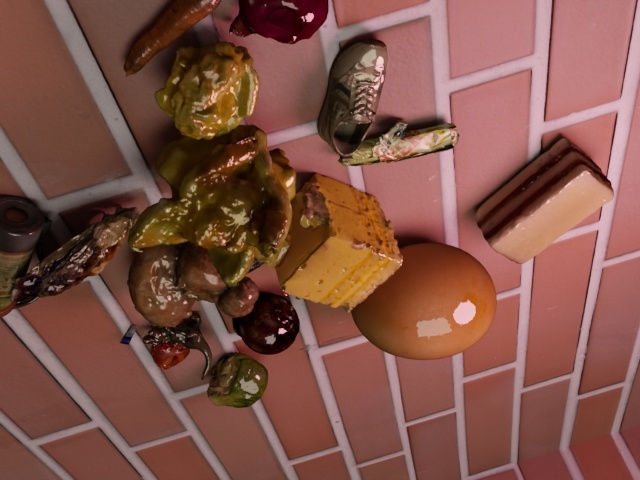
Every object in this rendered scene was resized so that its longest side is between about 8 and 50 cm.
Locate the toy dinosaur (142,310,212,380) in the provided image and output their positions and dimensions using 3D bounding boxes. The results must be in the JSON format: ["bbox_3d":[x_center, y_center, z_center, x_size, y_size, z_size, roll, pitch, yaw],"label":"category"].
[{"bbox_3d":[-0.373,0.271,2.157,0.187,0.087,0.179,12,133,-6],"label":"toy dinosaur"}]

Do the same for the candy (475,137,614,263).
[{"bbox_3d":[0.556,-0.093,2.041,0.179,0.135,0.320,21,129,-39],"label":"candy"}]

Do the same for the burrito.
[{"bbox_3d":[0.177,-0.222,1.801,0.287,0.054,0.104,-13,141,-7],"label":"burrito"}]

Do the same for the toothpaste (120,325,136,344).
[{"bbox_3d":[-0.501,0.250,2.136,0.024,0.015,0.083,16,136,-24],"label":"toothpaste"}]

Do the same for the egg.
[{"bbox_3d":[0.264,0.155,2.088,0.373,0.301,0.301,-1,139,-13],"label":"egg"}]

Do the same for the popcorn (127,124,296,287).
[{"bbox_3d":[-0.200,-0.073,1.657,0.321,0.290,0.326,-8,120,13],"label":"popcorn"}]

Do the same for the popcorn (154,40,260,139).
[{"bbox_3d":[-0.206,-0.284,1.497,0.197,0.155,0.198,-41,159,-19],"label":"popcorn"}]

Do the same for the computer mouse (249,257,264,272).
[{"bbox_3d":[-0.193,0.036,1.963,0.172,0.057,0.099,-22,125,2],"label":"computer mouse"}]

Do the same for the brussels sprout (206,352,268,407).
[{"bbox_3d":[-0.231,0.408,2.333,0.145,0.131,0.183,23,122,-33],"label":"brussels sprout"}]

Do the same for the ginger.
[{"bbox_3d":[-0.292,0.086,1.865,0.304,0.155,0.245,-4,109,20],"label":"ginger"}]

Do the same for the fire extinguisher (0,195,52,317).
[{"bbox_3d":[-0.672,0.074,1.779,0.200,0.113,0.376,10,134,-31],"label":"fire extinguisher"}]

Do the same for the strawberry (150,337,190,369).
[{"bbox_3d":[-0.407,0.308,2.214,0.103,0.048,0.152,7,132,-23],"label":"strawberry"}]

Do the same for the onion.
[{"bbox_3d":[-0.082,-0.402,1.424,0.173,0.135,0.198,27,125,-38],"label":"onion"}]

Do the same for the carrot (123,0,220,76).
[{"bbox_3d":[-0.270,-0.375,1.445,0.248,0.059,0.059,-34,139,23],"label":"carrot"}]

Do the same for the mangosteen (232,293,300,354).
[{"bbox_3d":[-0.147,0.224,2.130,0.184,0.173,0.172,-18,146,32],"label":"mangosteen"}]

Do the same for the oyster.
[{"bbox_3d":[-0.525,0.044,1.760,0.100,0.275,0.271,52,144,-9],"label":"oyster"}]

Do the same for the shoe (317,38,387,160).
[{"bbox_3d":[0.072,-0.283,1.657,0.103,0.098,0.275,-5,139,-21],"label":"shoe"}]

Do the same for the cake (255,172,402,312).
[{"bbox_3d":[0.000,0.000,1.864,0.286,0.222,0.227,20,127,-36],"label":"cake"}]
